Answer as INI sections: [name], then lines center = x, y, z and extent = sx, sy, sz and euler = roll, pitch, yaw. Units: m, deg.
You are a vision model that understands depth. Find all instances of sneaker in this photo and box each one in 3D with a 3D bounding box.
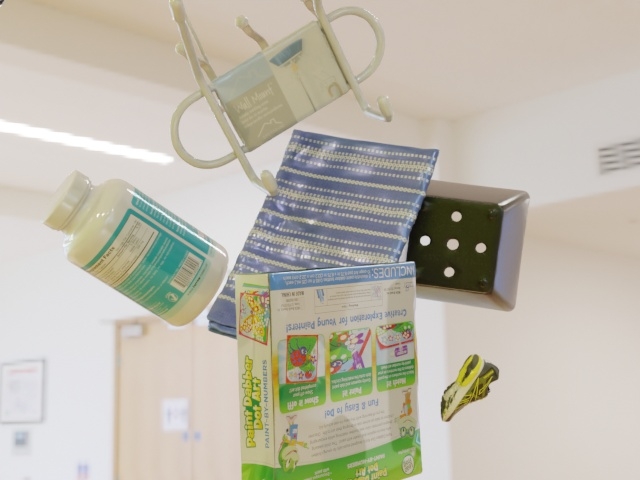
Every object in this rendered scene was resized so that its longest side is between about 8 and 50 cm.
[sneaker]
center = 0.145, 0.149, 1.032
extent = 0.035, 0.031, 0.083
euler = 22, -59, -12

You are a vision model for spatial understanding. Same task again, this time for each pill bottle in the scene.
[pill bottle]
center = -0.278, 0.006, 1.576
extent = 0.264, 0.146, 0.146
euler = 36, -27, -21

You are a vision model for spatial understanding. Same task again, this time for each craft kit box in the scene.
[craft kit box]
center = 0.016, 0.150, 1.137
extent = 0.061, 0.246, 0.250
euler = -5, -2, 41

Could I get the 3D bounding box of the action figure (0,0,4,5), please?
[action figure]
center = -0.233, -0.361, 1.016
extent = 0.341, 0.178, 0.330
euler = -19, 14, 34

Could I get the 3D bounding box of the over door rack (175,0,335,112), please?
[over door rack]
center = -0.130, -0.391, 1.700
extent = 0.240, 0.324, 0.108
euler = -20, 6, 16

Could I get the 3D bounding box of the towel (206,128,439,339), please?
[towel]
center = 0.000, 0.000, 1.458
extent = 0.243, 0.336, 0.040
euler = 11, -22, 31

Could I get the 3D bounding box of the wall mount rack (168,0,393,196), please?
[wall mount rack]
center = -0.056, -0.243, 1.427
extent = 0.350, 0.304, 0.130
euler = -33, 26, -12

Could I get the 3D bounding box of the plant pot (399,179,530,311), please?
[plant pot]
center = 0.200, 0.005, 1.559
extent = 0.188, 0.187, 0.167
euler = 8, 1, 13
